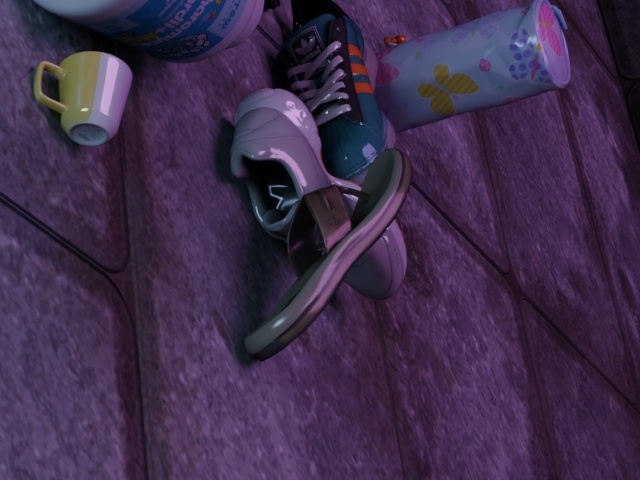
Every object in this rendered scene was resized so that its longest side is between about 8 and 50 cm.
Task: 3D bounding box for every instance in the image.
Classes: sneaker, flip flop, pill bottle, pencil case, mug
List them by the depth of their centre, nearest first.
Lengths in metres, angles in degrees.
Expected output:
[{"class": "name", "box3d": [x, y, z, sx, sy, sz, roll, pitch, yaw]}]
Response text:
[{"class": "mug", "box3d": [-0.198, -0.114, 1.507, 0.062, 0.078, 0.064, 96, -3, -58]}, {"class": "pill bottle", "box3d": [-0.149, -0.243, 1.613, 0.264, 0.146, 0.146, 15, 55, -64]}, {"class": "flip flop", "box3d": [0.000, 0.000, 1.707, 0.080, 0.112, 0.277, 40, 57, -2]}, {"class": "sneaker", "box3d": [-0.012, -0.021, 1.820, 0.262, 0.099, 0.121, 50, 34, -23]}, {"class": "sneaker", "box3d": [0.003, -0.169, 1.983, 0.121, 0.108, 0.302, 53, 17, -32]}, {"class": "pencil case", "box3d": [0.163, -0.206, 2.174, 0.113, 0.273, 0.124, 65, 27, -23]}]

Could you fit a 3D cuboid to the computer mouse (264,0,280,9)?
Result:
[{"class": "computer mouse", "box3d": [-0.102, -0.337, 1.933, 0.188, 0.072, 0.272, 67, 20, -3]}]

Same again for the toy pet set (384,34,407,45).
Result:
[{"class": "toy pet set", "box3d": [0.131, -0.228, 2.400, 0.114, 0.065, 0.122, 3, 65, -67]}]
